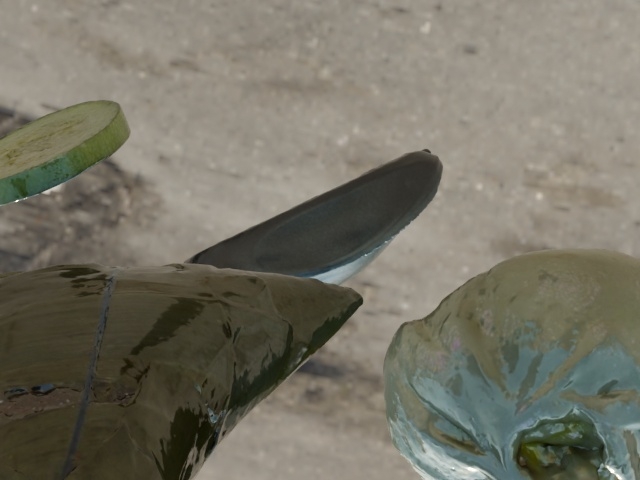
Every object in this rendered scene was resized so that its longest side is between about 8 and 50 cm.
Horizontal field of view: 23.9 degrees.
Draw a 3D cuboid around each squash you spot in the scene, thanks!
[{"bbox_3d":[-0.377,-0.116,2.041,0.252,0.252,0.049,-5,115,38],"label":"squash"}]

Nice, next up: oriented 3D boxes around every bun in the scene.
[{"bbox_3d":[0.255,0.175,1.560,0.365,0.219,0.365,-6,132,-6],"label":"bun"}]

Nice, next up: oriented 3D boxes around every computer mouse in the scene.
[{"bbox_3d":[0.001,0.003,1.876,0.374,0.114,0.203,-27,-179,-18],"label":"computer mouse"}]

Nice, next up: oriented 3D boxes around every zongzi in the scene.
[{"bbox_3d":[-0.104,0.133,1.140,0.393,0.174,0.356,-5,-154,-16],"label":"zongzi"}]
